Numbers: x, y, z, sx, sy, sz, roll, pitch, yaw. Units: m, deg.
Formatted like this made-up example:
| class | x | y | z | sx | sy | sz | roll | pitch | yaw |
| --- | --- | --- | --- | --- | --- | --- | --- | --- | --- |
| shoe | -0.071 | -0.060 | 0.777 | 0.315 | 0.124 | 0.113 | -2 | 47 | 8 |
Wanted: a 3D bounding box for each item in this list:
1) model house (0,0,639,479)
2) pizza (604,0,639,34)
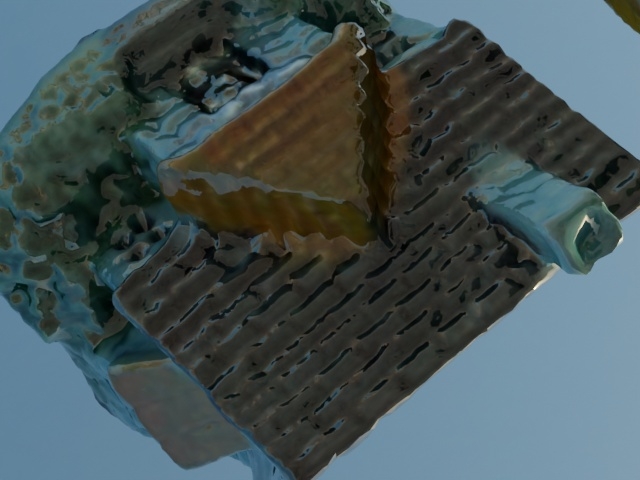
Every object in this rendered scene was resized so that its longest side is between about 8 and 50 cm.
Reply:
| class | x | y | z | sx | sy | sz | roll | pitch | yaw |
| --- | --- | --- | --- | --- | --- | --- | --- | --- | --- |
| model house | 0.000 | 0.000 | 0.956 | 0.261 | 0.241 | 0.226 | -41 | -60 | -12 |
| pizza | 0.259 | -0.106 | 0.697 | 0.087 | 0.268 | 0.258 | 40 | -164 | -43 |
